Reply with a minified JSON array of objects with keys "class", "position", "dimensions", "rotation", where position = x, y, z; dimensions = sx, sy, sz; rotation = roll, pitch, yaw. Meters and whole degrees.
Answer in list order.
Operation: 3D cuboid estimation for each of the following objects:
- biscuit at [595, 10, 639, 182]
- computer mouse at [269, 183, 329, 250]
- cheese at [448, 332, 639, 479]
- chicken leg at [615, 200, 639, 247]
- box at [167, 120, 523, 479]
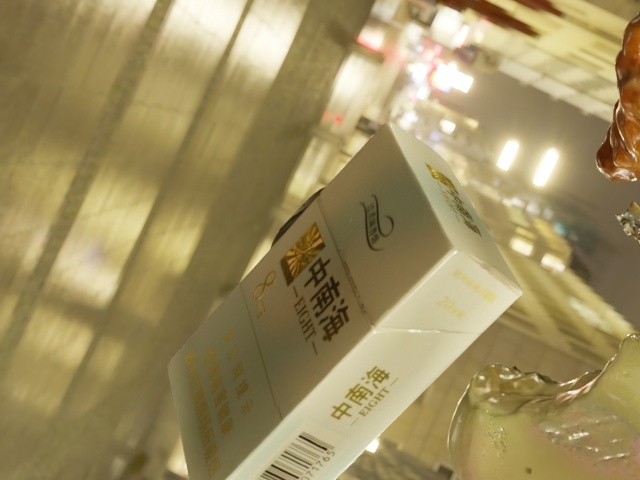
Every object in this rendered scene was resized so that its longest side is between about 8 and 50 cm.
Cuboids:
[{"class":"biscuit","position":[0.335,-0.092,0.777],"dimensions":[0.318,0.312,0.110],"rotation":[89,24,-57]},{"class":"computer mouse","position":[0.000,0.000,0.999],"dimensions":[0.172,0.057,0.099],"rotation":[-47,-166,48]},{"class":"cheese","position":[0.211,0.122,0.804],"dimensions":[0.286,0.163,0.082],"rotation":[-28,179,39]},{"class":"chicken leg","position":[0.447,0.018,1.678],"dimensions":[0.080,0.125,0.196],"rotation":[-35,-153,15]},{"class":"box","position":[0.005,0.058,0.847],"dimensions":[0.243,0.067,0.155],"rotation":[-48,-146,17]}]
